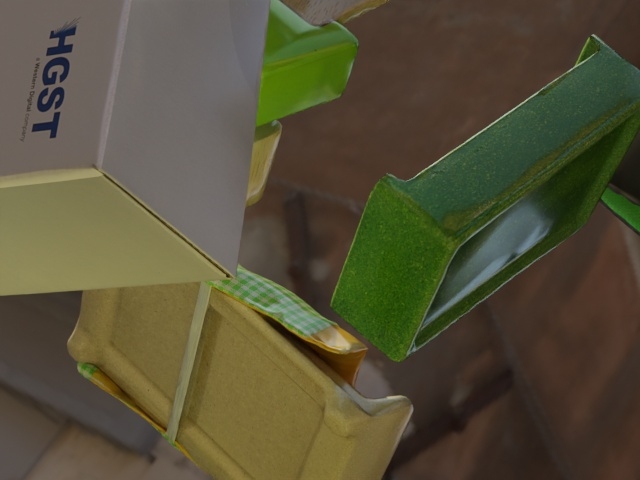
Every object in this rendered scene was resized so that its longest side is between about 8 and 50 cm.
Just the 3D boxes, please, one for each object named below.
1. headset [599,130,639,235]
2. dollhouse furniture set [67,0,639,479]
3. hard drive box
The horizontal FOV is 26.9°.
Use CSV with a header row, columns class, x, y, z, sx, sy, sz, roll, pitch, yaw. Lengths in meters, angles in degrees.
class,x,y,z,sx,sy,sz,roll,pitch,yaw
headset,0.309,0.071,0.858,0.394,0.185,0.243,38,4,17
dollhouse furniture set,0.000,0.000,0.687,0.197,0.151,0.301,41,-39,19
hard drive box,-0.139,-0.075,0.480,0.232,0.181,0.089,-5,-25,23
